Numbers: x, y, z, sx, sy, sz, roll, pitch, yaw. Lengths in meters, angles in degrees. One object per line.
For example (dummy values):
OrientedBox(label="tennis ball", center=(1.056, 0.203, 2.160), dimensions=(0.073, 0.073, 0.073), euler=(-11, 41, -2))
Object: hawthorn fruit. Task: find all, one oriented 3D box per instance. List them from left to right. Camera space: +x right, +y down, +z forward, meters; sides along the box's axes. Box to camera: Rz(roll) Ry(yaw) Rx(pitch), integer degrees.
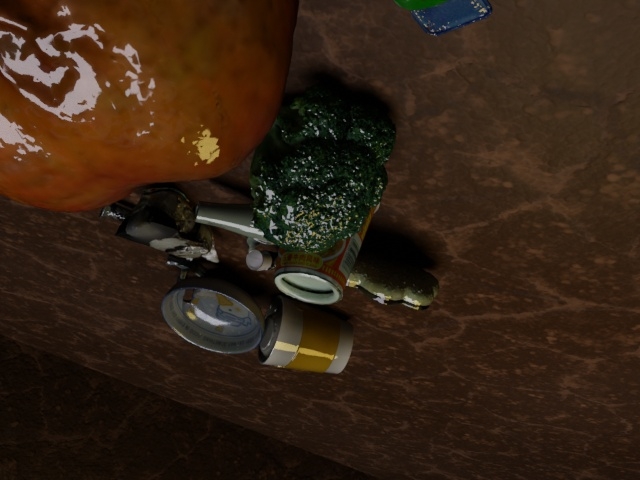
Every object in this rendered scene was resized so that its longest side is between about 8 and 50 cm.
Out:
OrientedBox(label="hawthorn fruit", center=(-0.246, -0.266, 0.759), dimensions=(0.472, 0.471, 0.471), euler=(12, 153, 6))

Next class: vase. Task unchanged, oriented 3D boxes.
OrientedBox(label="vase", center=(-0.417, -0.045, 1.655), dimensions=(0.167, 0.059, 0.059), euler=(24, 152, -16))

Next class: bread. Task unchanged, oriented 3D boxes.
OrientedBox(label="bread", center=(0.125, 0.071, 1.484), dimensions=(0.287, 0.056, 0.207), euler=(16, -164, -11))

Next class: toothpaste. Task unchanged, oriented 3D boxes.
OrientedBox(label="toothpaste", center=(-0.098, 0.046, 1.629), dimensions=(0.071, 0.045, 0.193), euler=(-1, 177, 29))

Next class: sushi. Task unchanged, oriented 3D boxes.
OrientedBox(label="sushi", center=(-0.306, -0.036, 1.590), dimensions=(0.134, 0.109, 0.273), euler=(-11, 158, 34))

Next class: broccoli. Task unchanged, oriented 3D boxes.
OrientedBox(label="broccoli", center=(-0.014, -0.109, 1.179), dimensions=(0.265, 0.245, 0.294), euler=(-12, 151, -43))

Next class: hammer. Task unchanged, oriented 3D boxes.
OrientedBox(label="hammer", center=(-0.367, 0.104, 1.949), dimensions=(0.103, 0.029, 0.246), euler=(19, 154, -6))

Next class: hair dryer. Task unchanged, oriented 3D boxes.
OrientedBox(label="hair dryer", center=(-0.180, -0.026, 1.521), dimensions=(0.229, 0.092, 0.267), euler=(16, 159, -33))

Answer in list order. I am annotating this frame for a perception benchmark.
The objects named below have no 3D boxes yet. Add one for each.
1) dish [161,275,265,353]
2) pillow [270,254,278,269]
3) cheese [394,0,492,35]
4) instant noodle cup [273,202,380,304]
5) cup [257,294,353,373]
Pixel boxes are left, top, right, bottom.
OrientedBox(label="dish", center=(-0.265, 0.165, 1.894), dimensions=(0.274, 0.133, 0.273), euler=(9, 138, 8))
OrientedBox(label="pillow", center=(-0.052, 0.048, 1.561), dimensions=(0.093, 0.051, 0.241), euler=(-29, 168, 8))
OrientedBox(label="cheese", center=(0.078, -0.344, 0.807), dimensions=(0.204, 0.083, 0.320), euler=(-11, 143, 41))
OrientedBox(label="instant noodle cup", center=(0.000, 0.000, 1.359), dimensions=(0.193, 0.212, 0.193), euler=(12, 153, 6))
OrientedBox(label="cup", center=(-0.048, 0.252, 1.941), dimensions=(0.226, 0.185, 0.241), euler=(17, -172, -16))
